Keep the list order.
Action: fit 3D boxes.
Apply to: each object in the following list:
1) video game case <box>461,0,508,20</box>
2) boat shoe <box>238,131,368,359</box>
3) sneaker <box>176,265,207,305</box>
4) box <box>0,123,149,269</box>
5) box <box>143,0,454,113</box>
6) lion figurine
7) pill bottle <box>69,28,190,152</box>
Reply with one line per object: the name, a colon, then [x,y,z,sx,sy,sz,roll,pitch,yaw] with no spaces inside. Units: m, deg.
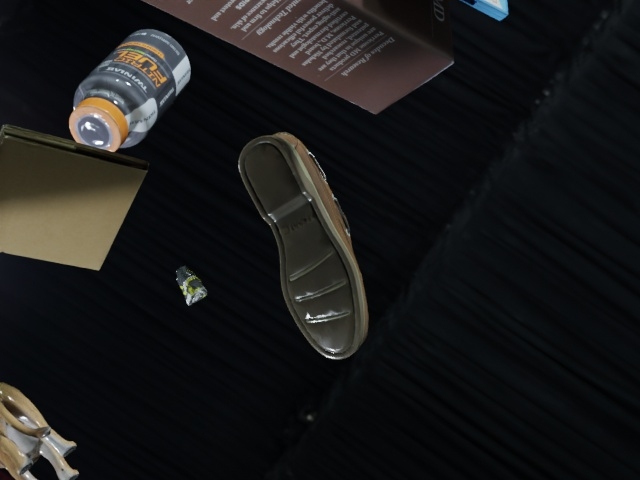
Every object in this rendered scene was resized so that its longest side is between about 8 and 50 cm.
video game case: [0.134,-0.316,1.010,0.015,0.166,0.119,-31,51,47]
boat shoe: [0.000,0.000,1.244,0.111,0.307,0.104,-19,0,27]
sneaker: [-0.175,0.059,1.269,0.031,0.035,0.083,-30,-20,-17]
box: [-0.312,-0.043,1.112,0.201,0.164,0.021,-54,33,42]
box: [-0.039,-0.302,0.997,0.143,0.381,0.191,-27,54,42]
lion figurine: [-0.550,0.333,1.678,0.142,0.240,0.392,-34,-18,-34]
pill bottle: [-0.311,-0.234,1.520,0.130,0.130,0.245,-58,5,39]
